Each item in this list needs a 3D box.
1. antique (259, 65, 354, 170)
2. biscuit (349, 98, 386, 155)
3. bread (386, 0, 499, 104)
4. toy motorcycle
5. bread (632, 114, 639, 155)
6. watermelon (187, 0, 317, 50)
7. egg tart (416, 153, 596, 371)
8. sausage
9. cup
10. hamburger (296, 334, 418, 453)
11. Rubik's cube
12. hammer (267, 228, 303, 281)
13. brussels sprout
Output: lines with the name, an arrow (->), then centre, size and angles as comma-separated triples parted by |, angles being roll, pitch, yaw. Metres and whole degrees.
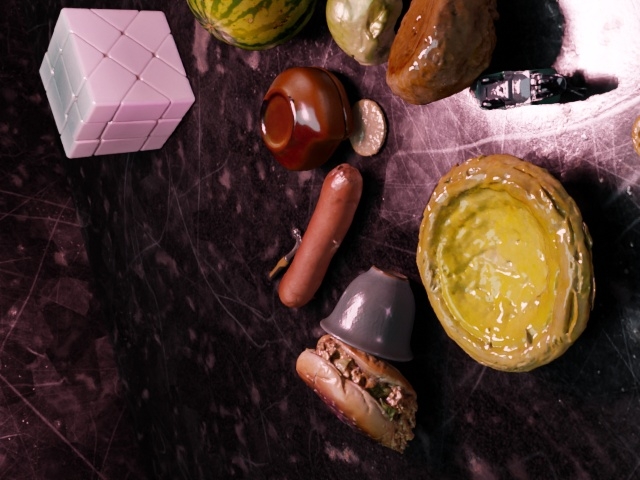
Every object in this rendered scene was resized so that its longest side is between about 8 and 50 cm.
antique -> -0.042, -0.260, 1.504 | 0.278, 0.128, 0.224 | 17, 112, 56
biscuit -> 0.093, -0.231, 1.431 | 0.120, 0.015, 0.120 | 18, 113, 50
bread -> 0.201, -0.323, 1.126 | 0.230, 0.122, 0.230 | -58, 17, 30
toy motorcycle -> 0.313, -0.232, 1.065 | 0.173, 0.100, 0.058 | 8, 107, 55
bread -> 0.466, -0.151, 0.924 | 0.111, 0.044, 0.083 | -51, 55, 45
watermelon -> -0.141, -0.539, 1.444 | 0.285, 0.285, 0.285 | 19, 114, 50
egg tart -> 0.305, 0.030, 1.113 | 0.345, 0.132, 0.346 | 21, 116, 49
sausage -> 0.000, 0.000, 1.559 | 0.094, 0.094, 0.419 | 32, 129, 9
cup -> 0.116, 0.133, 1.386 | 0.199, 0.199, 0.150 | 27, 99, 47
hamburger -> 0.082, 0.310, 1.435 | 0.286, 0.146, 0.243 | 36, 167, 11
Rubik's cube -> -0.608, -0.463, 2.066 | 0.316, 0.318, 0.322 | -38, 69, 50
hammer -> -0.084, 0.052, 1.744 | 0.201, 0.021, 0.078 | -48, 61, 48
brussels sprout -> 0.085, -0.426, 1.302 | 0.145, 0.131, 0.183 | 29, 124, 21
